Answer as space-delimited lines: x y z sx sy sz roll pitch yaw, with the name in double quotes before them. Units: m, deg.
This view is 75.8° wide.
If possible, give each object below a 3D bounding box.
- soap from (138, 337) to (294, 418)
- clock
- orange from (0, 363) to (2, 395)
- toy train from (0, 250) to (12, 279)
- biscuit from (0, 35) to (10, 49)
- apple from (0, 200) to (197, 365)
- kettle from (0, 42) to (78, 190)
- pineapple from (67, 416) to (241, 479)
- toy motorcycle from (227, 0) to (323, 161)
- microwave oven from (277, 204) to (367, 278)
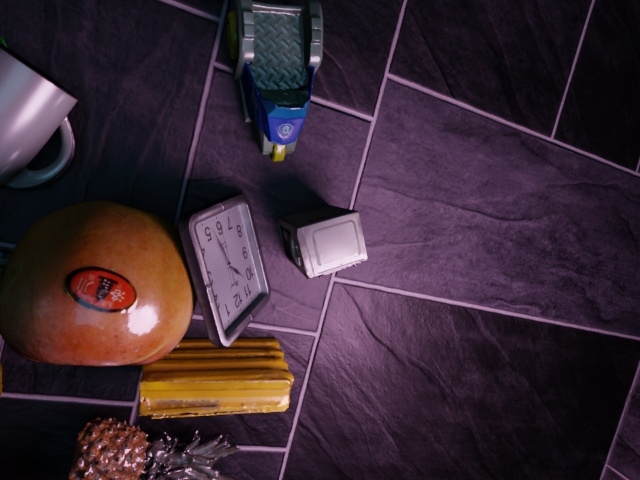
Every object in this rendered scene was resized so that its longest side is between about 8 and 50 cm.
"soap" -0.239 0.307 0.938 0.323 0.204 0.096 5 101 -18
"clock" -0.198 0.050 0.888 0.049 0.273 0.279 -7 103 16
"orange" -0.752 0.261 0.749 0.300 0.223 0.300 -7 130 7
"toy train" -0.714 0.071 0.749 0.297 0.194 0.120 15 96 -19
"biscuit" -0.639 -0.351 0.792 0.089 0.016 0.046 -33 107 -10
"apple" -0.398 0.077 0.777 0.337 0.338 0.306 10 73 -19
"kettle" -0.576 -0.209 0.775 0.237 0.161 0.221 -55 141 -2
"pineapple" -0.379 0.516 0.958 0.364 0.165 0.166 19 93 -22
"toy motorcycle" -0.088 -0.338 0.877 0.190 0.200 0.327 -5 99 -17
"microwave oven" 0.000 0.000 0.959 0.162 0.205 0.130 -14 103 -14
